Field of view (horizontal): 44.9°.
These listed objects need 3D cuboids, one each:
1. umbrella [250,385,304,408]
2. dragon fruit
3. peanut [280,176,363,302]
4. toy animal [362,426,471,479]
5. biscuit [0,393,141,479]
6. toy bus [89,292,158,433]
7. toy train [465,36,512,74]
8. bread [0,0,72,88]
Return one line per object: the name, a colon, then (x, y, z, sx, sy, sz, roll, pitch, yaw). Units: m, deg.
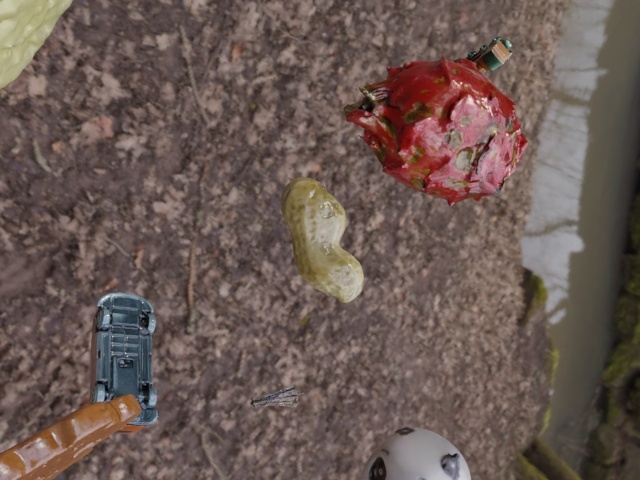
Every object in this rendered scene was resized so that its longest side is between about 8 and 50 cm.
umbrella: (-0.065, 0.241, 1.177, 0.083, 0.020, 0.031, -7, 84, -17)
dragon fruit: (0.158, -0.161, 1.093, 0.268, 0.205, 0.210, 15, 86, -19)
peanut: (0.000, 0.000, 1.323, 0.098, 0.103, 0.229, -14, 84, -48)
toy animal: (0.163, 0.430, 1.305, 0.165, 0.187, 0.235, -31, 133, -35)
biscuit: (-0.378, 0.294, 0.985, 0.306, 0.043, 0.284, -40, 171, 25)
toy bus: (-0.383, 0.237, 1.475, 0.121, 0.265, 0.120, 8, 145, -26)
toy train: (0.268, -0.293, 1.274, 0.044, 0.103, 0.064, 47, 54, -12)
bread: (-0.144, -0.197, 0.241, 0.263, 0.198, 0.236, -52, 165, 13)
